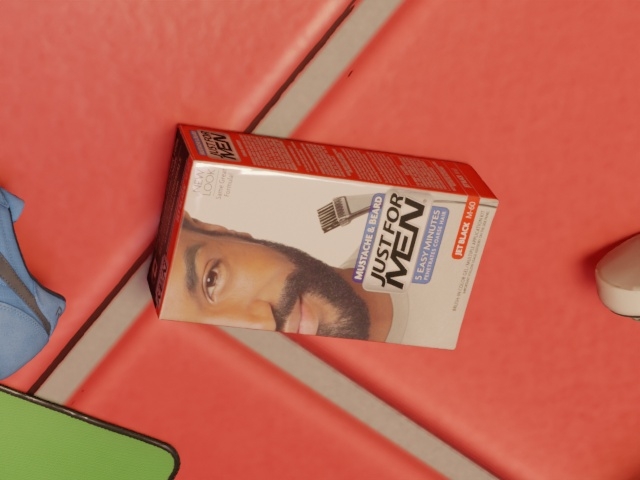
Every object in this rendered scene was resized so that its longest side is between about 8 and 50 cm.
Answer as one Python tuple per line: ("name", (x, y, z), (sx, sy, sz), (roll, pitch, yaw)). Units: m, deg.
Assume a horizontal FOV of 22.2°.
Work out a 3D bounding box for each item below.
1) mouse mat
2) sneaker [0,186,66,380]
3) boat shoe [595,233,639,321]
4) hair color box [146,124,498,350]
("mouse mat", (-0.190, 0.148, 0.907), (0.189, 0.007, 0.153), (24, 106, -23))
("sneaker", (-0.204, -0.023, 0.800), (0.082, 0.069, 0.209), (-46, 113, -29))
("boat shoe", (0.262, 0.024, 0.931), (0.219, 0.078, 0.070), (-11, 116, -12))
("hair color box", (0.000, 0.000, 0.863), (0.167, 0.053, 0.093), (7, 113, -17))
